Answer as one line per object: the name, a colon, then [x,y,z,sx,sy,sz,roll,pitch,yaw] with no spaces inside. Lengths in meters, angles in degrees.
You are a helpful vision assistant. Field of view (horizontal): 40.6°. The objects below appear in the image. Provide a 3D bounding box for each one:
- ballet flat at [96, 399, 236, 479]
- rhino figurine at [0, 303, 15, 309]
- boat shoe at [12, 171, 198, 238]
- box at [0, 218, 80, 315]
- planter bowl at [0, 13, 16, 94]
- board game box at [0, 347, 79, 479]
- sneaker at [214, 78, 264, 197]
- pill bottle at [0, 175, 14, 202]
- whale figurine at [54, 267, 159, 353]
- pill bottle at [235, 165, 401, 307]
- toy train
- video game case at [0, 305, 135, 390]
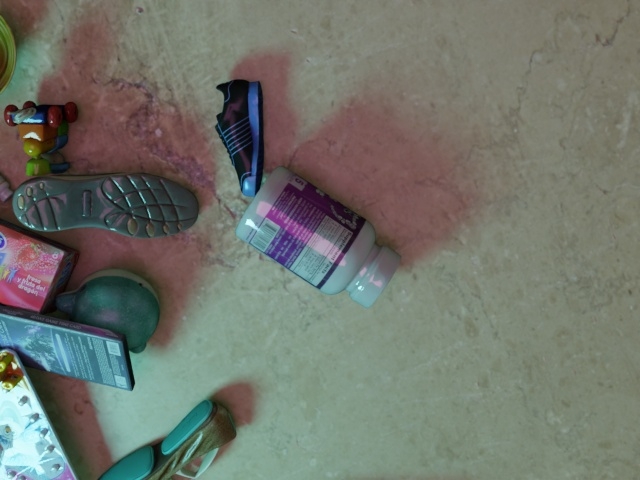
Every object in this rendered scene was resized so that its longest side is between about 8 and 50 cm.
ballet flat: [-0.317,0.472,1.831,0.342,0.116,0.124,-38,114,5]
rhino figurine: [-0.729,0.148,1.772,0.243,0.106,0.073,-4,71,33]
boat shoe: [-0.422,-0.084,1.719,0.355,0.130,0.132,5,103,-20]
box: [-0.657,0.030,1.730,0.300,0.154,0.142,23,88,-2]
planter bowl: [-0.689,-0.370,1.710,0.217,0.090,0.217,1,100,3]
board game box: [-0.731,0.453,1.786,0.390,0.050,0.390,-18,105,8]
sneaker: [-0.161,-0.201,1.714,0.090,0.081,0.232,1,93,6]
pill bottle: [-0.669,-0.116,1.775,0.043,0.043,0.083,-44,95,9]
whale figurine: [-0.447,0.184,1.753,0.272,0.141,0.216,-41,120,19]
pill bottle: [0.000,0.000,1.688,0.301,0.169,0.169,33,100,-3]
toy train: [-0.546,-0.187,1.655,0.105,0.248,0.143,2,104,4]
video game case: [-0.509,0.214,1.711,0.274,0.026,0.196,13,142,5]
